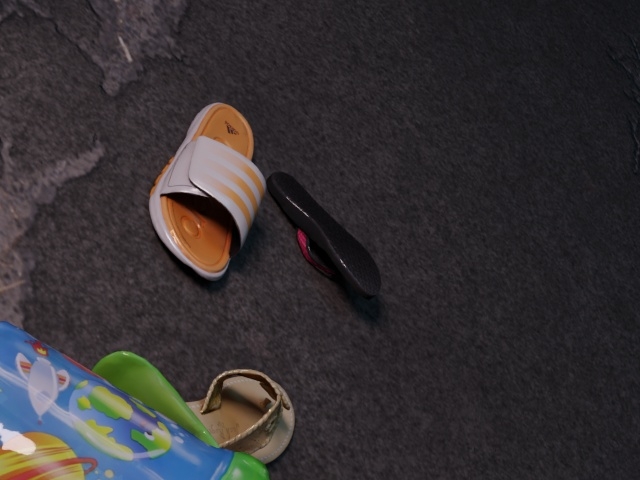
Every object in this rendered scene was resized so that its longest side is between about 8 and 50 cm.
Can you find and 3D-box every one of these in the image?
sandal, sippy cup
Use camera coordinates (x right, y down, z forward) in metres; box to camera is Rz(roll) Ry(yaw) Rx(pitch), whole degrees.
[{"bbox_3d":[-0.071,0.154,1.376,0.240,0.079,0.088,-7,65,-55],"label":"sandal"},{"bbox_3d":[-0.191,0.185,1.073,0.224,0.240,0.305,40,-6,-3],"label":"sippy cup"},{"bbox_3d":[-0.099,-0.073,1.559,0.102,0.076,0.265,39,34,-22],"label":"sandal"},{"bbox_3d":[0.000,0.000,1.667,0.179,0.040,0.067,48,23,19],"label":"sandal"}]
